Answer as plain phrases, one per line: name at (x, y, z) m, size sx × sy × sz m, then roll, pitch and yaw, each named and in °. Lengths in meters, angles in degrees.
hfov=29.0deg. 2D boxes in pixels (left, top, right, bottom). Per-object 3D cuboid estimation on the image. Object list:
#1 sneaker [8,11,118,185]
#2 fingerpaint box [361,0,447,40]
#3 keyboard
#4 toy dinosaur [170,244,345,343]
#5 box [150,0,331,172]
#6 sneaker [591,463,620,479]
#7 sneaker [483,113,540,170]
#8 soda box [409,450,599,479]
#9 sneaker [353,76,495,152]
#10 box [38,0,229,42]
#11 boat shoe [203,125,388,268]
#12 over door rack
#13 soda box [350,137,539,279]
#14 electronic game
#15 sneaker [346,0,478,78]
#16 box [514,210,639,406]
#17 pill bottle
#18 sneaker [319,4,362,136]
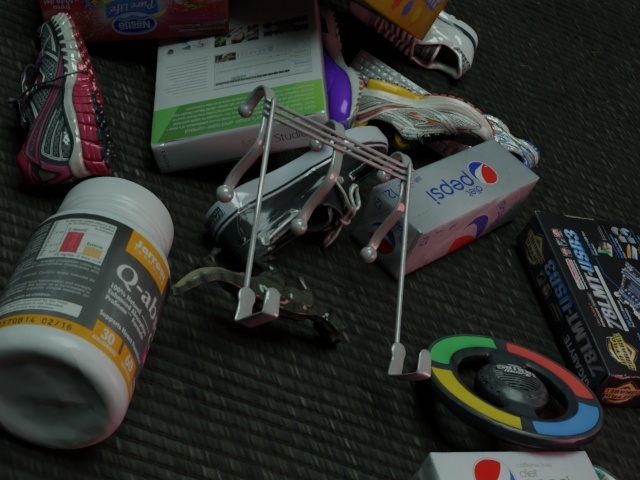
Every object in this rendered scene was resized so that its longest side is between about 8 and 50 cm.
sneaker at (-0.336, -0.185, 1.556) m, size 0.112 × 0.121 × 0.299 m, roll -17°, pitch 41°, yaw -3°
fingerpaint box at (-0.014, -0.480, 1.788) m, size 0.371 × 0.163 × 0.445 m, roll 35°, pitch 9°, yaw 16°
keyboard at (0.148, -0.196, 1.889) m, size 0.256 × 0.014 × 0.072 m, roll 34°, pitch 73°, yaw 8°
toy dinosaur at (-0.078, 0.051, 1.434) m, size 0.268 × 0.064 × 0.118 m, roll 19°, pitch 21°, yaw -39°
box at (-0.109, -0.231, 1.690) m, size 0.232 × 0.058 × 0.322 m, roll -10°, pitch 42°, yaw 6°
sneaker at (0.370, 0.325, 1.455) m, size 0.166 × 0.065 × 0.076 m, roll 44°, pitch 26°, yaw 14°
sneaker at (0.274, -0.147, 1.906) m, size 0.135 × 0.052 × 0.058 m, roll 29°, pitch 44°, yaw 3°
soda box at (0.210, 0.285, 1.388) m, size 0.216 × 0.069 × 0.074 m, roll 5°, pitch 44°, yaw -27°
sneaker at (0.145, -0.165, 1.825) m, size 0.225 × 0.088 × 0.093 m, roll 12°, pitch 69°, yaw 2°
box at (-0.257, -0.361, 1.712) m, size 0.256 × 0.123 × 0.128 m, roll -5°, pitch 43°, yaw -2°
boat shoe at (-0.005, -0.053, 1.599) m, size 0.306 × 0.113 × 0.105 m, roll -27°, pitch 70°, yaw -42°
over door rack at (0.000, 0.000, 1.446) m, size 0.239 × 0.108 × 0.324 m, roll 22°, pitch 50°, yaw -31°
soda box at (0.176, -0.048, 1.710) m, size 0.098 × 0.091 × 0.286 m, roll 44°, pitch 42°, yaw 21°
electronic game at (0.230, 0.178, 1.486) m, size 0.229 × 0.048 × 0.229 m, roll 14°, pitch 22°, yaw -6°
sneaker at (0.147, -0.347, 2.029) m, size 0.235 × 0.090 × 0.095 m, roll 25°, pitch 49°, yaw -1°
box at (0.450, 0.098, 1.724) m, size 0.293 × 0.073 × 0.296 m, roll 5°, pitch 45°, yaw -25°
pill bottle at (-0.248, 0.066, 1.290) m, size 0.162 × 0.162 × 0.278 m, roll 22°, pitch 40°, yaw -7°
sneaker at (-0.036, -0.242, 1.806) m, size 0.146 × 0.102 × 0.293 m, roll 2°, pitch 42°, yaw -18°
